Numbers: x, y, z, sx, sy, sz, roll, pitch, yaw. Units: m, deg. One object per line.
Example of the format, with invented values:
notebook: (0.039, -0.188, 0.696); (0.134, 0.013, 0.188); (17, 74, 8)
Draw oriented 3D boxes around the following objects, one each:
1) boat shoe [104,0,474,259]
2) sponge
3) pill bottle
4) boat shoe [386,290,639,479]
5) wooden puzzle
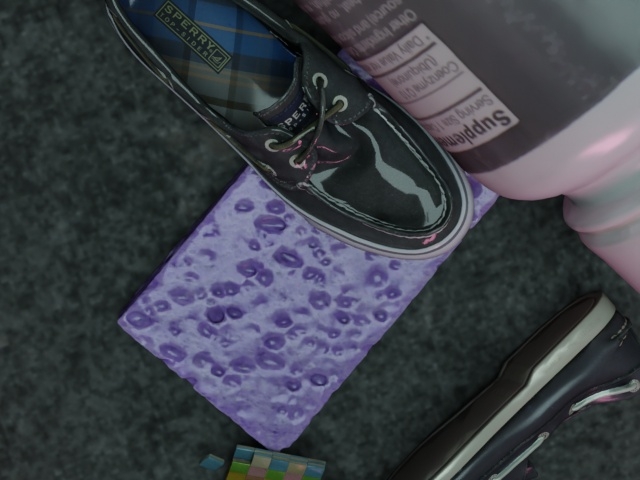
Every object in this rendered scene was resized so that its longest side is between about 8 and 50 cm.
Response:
boat shoe: (-0.019, -0.072, 0.910); (0.228, 0.076, 0.080); (43, 94, 5)
sponge: (0.000, 0.000, 0.975); (0.117, 0.031, 0.210); (39, 95, -10)
pill bottle: (0.095, -0.151, 0.871); (0.361, 0.204, 0.204); (43, 93, -11)
boat shoe: (0.099, 0.119, 0.985); (0.206, 0.075, 0.065); (-45, 98, -2)
wooden puzzle: (-0.026, 0.131, 0.992); (0.083, 0.006, 0.049); (11, 140, -8)
